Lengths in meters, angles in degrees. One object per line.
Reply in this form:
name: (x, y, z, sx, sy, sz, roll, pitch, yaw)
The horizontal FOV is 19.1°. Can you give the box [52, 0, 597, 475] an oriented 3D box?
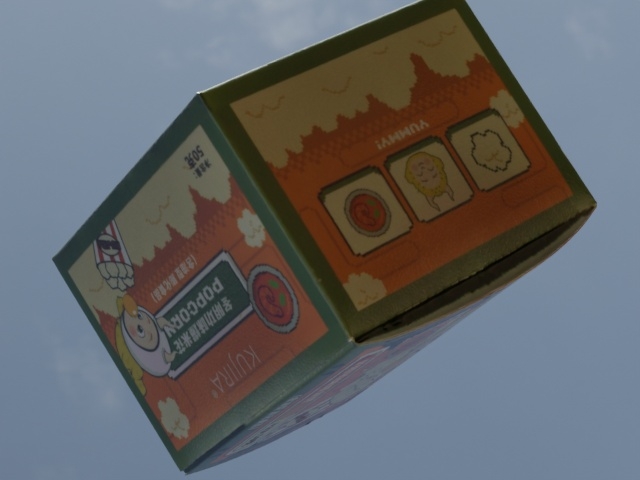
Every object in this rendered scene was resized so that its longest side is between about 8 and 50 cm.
box: (0.000, 0.000, 0.962, 0.177, 0.195, 0.148, -28, -98, -38)
